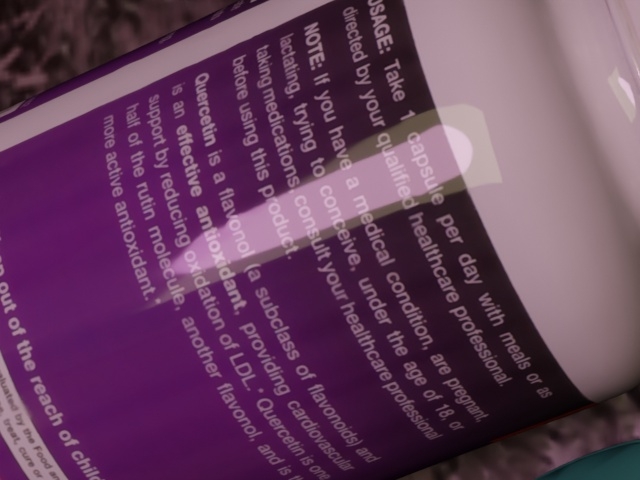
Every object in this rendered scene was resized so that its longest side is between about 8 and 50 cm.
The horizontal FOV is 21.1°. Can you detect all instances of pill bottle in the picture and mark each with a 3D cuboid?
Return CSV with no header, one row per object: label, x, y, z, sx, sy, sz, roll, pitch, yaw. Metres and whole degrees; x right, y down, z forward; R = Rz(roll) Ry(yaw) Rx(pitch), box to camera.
pill bottle,0.000,0.000,0.619,0.323,0.181,0.181,-22,78,16

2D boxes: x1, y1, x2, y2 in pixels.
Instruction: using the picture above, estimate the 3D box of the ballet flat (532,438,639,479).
ballet flat,0.058,0.145,0.652,0.206,0.073,0.067,-27,107,13
